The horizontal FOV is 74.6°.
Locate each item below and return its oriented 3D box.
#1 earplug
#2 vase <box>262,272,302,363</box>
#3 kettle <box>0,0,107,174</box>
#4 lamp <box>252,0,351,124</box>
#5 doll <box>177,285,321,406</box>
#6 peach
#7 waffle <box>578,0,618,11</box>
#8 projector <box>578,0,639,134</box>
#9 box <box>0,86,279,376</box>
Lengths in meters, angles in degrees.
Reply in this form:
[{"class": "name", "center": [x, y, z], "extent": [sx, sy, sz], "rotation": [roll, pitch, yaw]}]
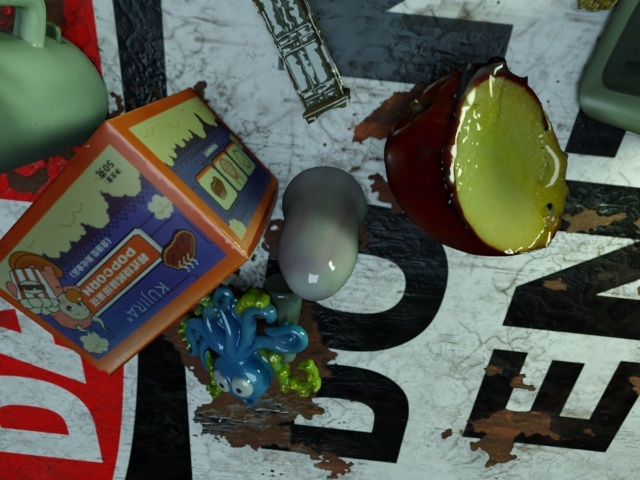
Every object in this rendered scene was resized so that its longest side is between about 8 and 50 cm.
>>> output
[{"class": "earplug", "center": [0.000, 0.000, 0.721], "extent": [0.172, 0.301, 0.173], "rotation": [1, 117, 2]}, {"class": "vase", "center": [-0.082, 0.181, 0.942], "extent": [0.086, 0.086, 0.214], "rotation": [3, 121, 2]}, {"class": "kettle", "center": [-0.481, -0.223, 0.631], "extent": [0.265, 0.318, 0.205], "rotation": [-30, 109, 18]}, {"class": "lamp", "center": [-0.052, -0.358, 0.667], "extent": [0.089, 0.090, 0.326], "rotation": [-21, 112, 14]}, {"class": "doll", "center": [-0.180, 0.248, 0.926], "extent": [0.345, 0.099, 0.342], "rotation": [2, 121, 22]}, {"class": "peach", "center": [0.254, -0.115, 0.716], "extent": [0.361, 0.201, 0.258], "rotation": [35, 83, -28]}, {"class": "waffle", "center": [0.447, -0.405, 0.655], "extent": [0.078, 0.016, 0.085], "rotation": [0, 117, -1]}, {"class": "projector", "center": [0.577, -0.252, 0.588], "extent": [0.248, 0.249, 0.248], "rotation": [11, 117, -7]}, {"class": "box", "center": [-0.286, -0.029, 0.715], "extent": [0.348, 0.319, 0.257], "rotation": [-37, 110, 18]}]
